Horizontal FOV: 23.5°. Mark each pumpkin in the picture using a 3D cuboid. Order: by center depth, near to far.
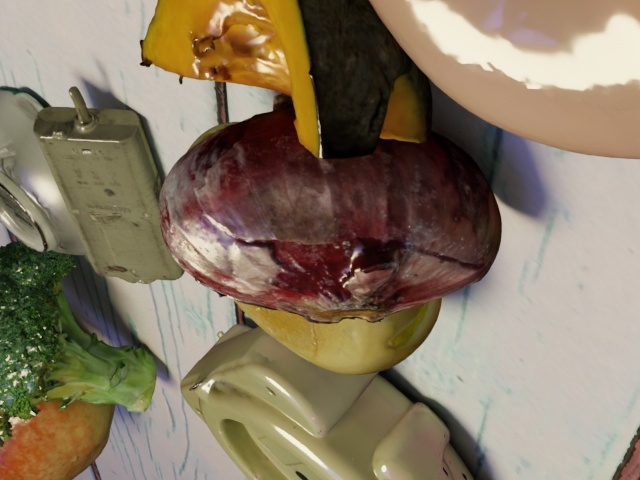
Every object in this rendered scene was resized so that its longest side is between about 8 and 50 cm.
[{"bbox_3d":[-0.004,-0.140,0.851,0.254,0.130,0.149,-148,54,-60],"label":"pumpkin"}]

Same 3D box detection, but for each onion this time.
[{"bbox_3d":[0.006,-0.034,0.912,0.098,0.205,0.151,103,160,-70],"label":"onion"}]

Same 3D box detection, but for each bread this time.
[{"bbox_3d":[0.000,0.000,1.063,0.213,0.105,0.213,36,153,21],"label":"bread"}]

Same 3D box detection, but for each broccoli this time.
[{"bbox_3d":[-0.312,0.129,1.749,0.269,0.254,0.269,22,-171,-3],"label":"broccoli"}]

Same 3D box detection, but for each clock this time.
[{"bbox_3d":[0.026,0.197,1.376,0.309,0.114,0.284,45,157,-7],"label":"clock"}]

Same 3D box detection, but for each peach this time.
[{"bbox_3d":[-0.378,0.202,1.963,0.232,0.232,0.257,33,160,29],"label":"peach"}]

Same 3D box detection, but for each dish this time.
[{"bbox_3d":[-0.268,-0.042,1.514,0.246,0.078,0.224,38,156,17],"label":"dish"}]

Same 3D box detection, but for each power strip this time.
[{"bbox_3d":[-0.186,-0.047,1.364,0.092,0.034,0.268,3,146,11],"label":"power strip"}]

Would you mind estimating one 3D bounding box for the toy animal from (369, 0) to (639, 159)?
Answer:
[{"bbox_3d":[0.127,-0.133,0.507,0.256,0.195,0.213,0,93,55],"label":"toy animal"}]
